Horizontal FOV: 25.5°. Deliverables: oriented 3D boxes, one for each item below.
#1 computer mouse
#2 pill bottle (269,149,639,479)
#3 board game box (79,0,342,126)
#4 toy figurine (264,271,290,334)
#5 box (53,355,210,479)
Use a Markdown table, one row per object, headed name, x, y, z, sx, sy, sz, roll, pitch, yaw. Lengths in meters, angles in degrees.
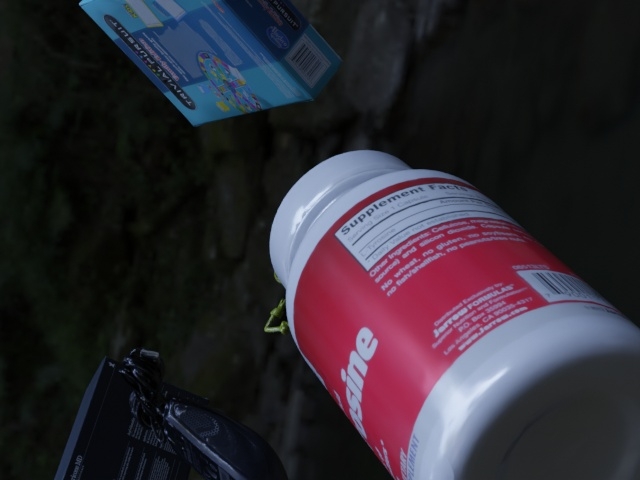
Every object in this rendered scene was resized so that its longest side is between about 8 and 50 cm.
| name | x | y | z | sx | sy | sz | roll | pitch | yaw |
| --- | --- | --- | --- | --- | --- | --- | --- | --- | --- |
| computer mouse | -0.126 | 0.240 | 1.722 | 0.072 | 0.272 | 0.188 | -41 | -20 | -24 |
| pill bottle | 0.109 | 0.079 | 1.242 | 0.408 | 0.229 | 0.229 | 48 | 132 | 53 |
| board game box | -0.158 | -0.289 | 1.963 | 0.079 | 0.254 | 0.336 | -53 | 25 | -23 |
| toy figurine | 0.102 | 0.080 | 2.265 | 0.362 | 0.217 | 0.191 | -19 | 56 | 52 |
| box | -0.295 | 0.331 | 2.165 | 0.103 | 0.184 | 0.261 | -52 | 17 | 41 |
